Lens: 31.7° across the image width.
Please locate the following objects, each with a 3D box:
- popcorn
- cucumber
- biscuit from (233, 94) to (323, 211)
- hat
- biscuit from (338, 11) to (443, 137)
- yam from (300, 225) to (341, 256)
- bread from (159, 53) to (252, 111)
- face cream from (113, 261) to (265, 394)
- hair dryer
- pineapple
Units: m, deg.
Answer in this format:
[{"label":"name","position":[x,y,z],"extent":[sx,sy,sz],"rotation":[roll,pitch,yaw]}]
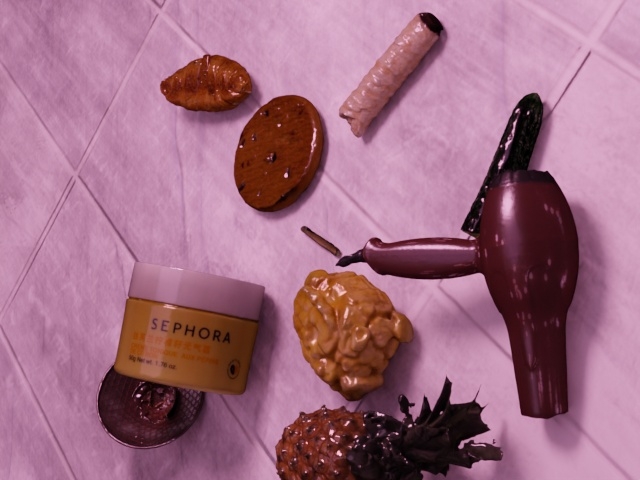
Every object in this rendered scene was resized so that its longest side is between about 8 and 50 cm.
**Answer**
[{"label":"popcorn","position":[0.038,0.128,1.622],"extent":[0.163,0.140,0.194],"rotation":[-38,54,40]},{"label":"cucumber","position":[0.254,-0.100,1.526],"extent":[0.058,0.052,0.214],"rotation":[-140,72,-76]},{"label":"biscuit","position":[-0.070,-0.148,1.900],"extent":[0.212,0.036,0.212],"rotation":[-16,66,42]},{"label":"hat","position":[-0.290,0.284,1.974],"extent":[0.193,0.082,0.193],"rotation":[-3,63,6]},{"label":"biscuit","position":[0.107,-0.255,1.730],"extent":[0.219,0.055,0.061],"rotation":[-49,57,25]},{"label":"yam","position":[0.000,0.000,1.793],"extent":[0.107,0.014,0.014],"rotation":[35,104,47]},{"label":"bread","position":[-0.197,-0.285,2.052],"extent":[0.233,0.076,0.104],"rotation":[3,92,41]},{"label":"face cream","position":[-0.211,0.143,1.822],"extent":[0.218,0.218,0.179],"rotation":[5,83,48]},{"label":"hair dryer","position":[0.169,0.070,1.471],"extent":[0.341,0.123,0.312],"rotation":[-3,83,30]},{"label":"pineapple","position":[0.097,0.276,1.486],"extent":[0.365,0.166,0.165],"rotation":[-22,62,46]}]
